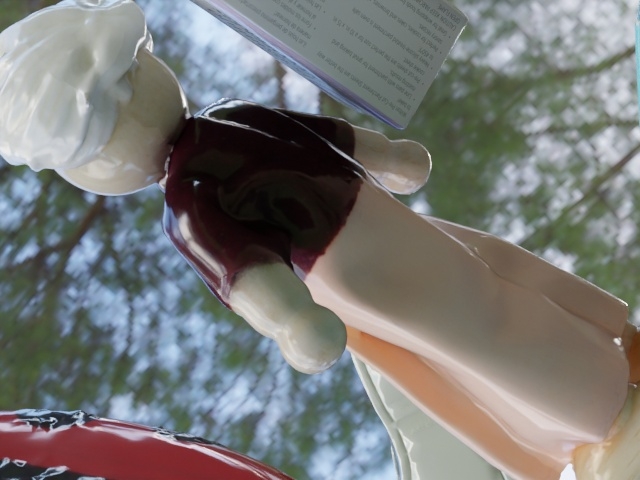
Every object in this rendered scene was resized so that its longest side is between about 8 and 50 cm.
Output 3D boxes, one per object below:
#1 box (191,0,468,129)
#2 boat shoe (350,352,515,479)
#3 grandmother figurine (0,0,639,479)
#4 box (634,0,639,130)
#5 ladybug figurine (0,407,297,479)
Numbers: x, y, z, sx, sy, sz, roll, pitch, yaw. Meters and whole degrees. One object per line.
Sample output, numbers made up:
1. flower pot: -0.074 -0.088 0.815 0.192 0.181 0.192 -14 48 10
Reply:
1. box: -0.069 -0.150 0.716 0.324 0.063 0.067 30 -90 -39
2. boat shoe: 0.115 0.190 1.460 0.099 0.116 0.319 11 -121 -70
3. grandmother figurine: 0.000 0.000 0.773 0.342 0.104 0.208 30 -163 -2
4. box: 0.171 0.031 0.622 0.060 0.100 0.244 -51 -44 -69
5. ladybug figurine: -0.142 0.206 0.958 0.449 0.162 0.305 7 -152 20
